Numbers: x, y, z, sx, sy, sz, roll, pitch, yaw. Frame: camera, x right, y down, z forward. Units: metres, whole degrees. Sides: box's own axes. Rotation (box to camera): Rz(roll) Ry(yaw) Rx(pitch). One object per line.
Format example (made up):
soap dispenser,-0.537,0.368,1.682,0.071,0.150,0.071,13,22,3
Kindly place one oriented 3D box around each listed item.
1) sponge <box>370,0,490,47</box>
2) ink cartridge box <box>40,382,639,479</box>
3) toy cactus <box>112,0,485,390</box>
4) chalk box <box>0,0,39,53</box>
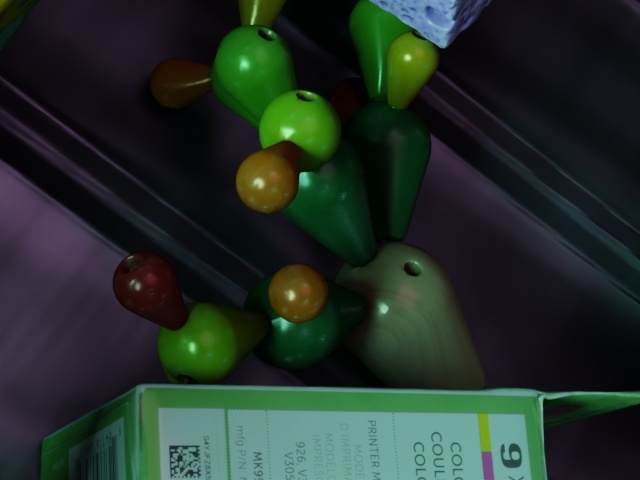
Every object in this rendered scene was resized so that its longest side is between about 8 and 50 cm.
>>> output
sponge,0.001,-0.173,0.705,0.210,0.031,0.117,34,58,15
ink cartridge box,0.013,0.093,0.625,0.209,0.109,0.062,3,73,-25
toy cactus,0.000,0.000,0.660,0.180,0.112,0.219,57,30,-27
chalk box,-0.195,-0.092,0.544,0.179,0.180,0.289,42,62,-8
